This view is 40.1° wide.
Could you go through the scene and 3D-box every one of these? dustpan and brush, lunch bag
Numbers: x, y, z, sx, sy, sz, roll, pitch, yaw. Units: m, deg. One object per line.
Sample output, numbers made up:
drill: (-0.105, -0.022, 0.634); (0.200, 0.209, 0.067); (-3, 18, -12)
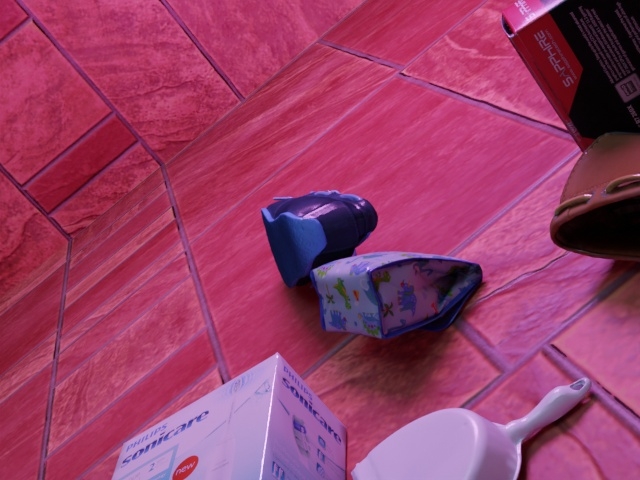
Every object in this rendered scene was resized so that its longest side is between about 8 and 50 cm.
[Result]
dustpan and brush: (0.135, 0.175, 0.734); (0.211, 0.060, 0.147); (-45, 23, 5)
lunch bag: (0.087, 0.054, 0.984); (0.151, 0.096, 0.129); (-18, 9, -31)

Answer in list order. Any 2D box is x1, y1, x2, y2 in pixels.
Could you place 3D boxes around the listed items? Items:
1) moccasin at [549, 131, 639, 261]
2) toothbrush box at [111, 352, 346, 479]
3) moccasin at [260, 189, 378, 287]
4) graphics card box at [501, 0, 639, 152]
moccasin: (0.323, -0.021, 0.691); (0.147, 0.139, 0.380); (-52, 26, -13)
toothbrush box: (-0.097, 0.274, 0.803); (0.216, 0.126, 0.295); (-32, 22, 19)
moccasin: (0.000, 0.000, 1.166); (0.117, 0.137, 0.342); (-20, 8, -10)
graphics card box: (0.392, -0.225, 0.845); (0.371, 0.233, 0.094); (-33, 22, 19)
